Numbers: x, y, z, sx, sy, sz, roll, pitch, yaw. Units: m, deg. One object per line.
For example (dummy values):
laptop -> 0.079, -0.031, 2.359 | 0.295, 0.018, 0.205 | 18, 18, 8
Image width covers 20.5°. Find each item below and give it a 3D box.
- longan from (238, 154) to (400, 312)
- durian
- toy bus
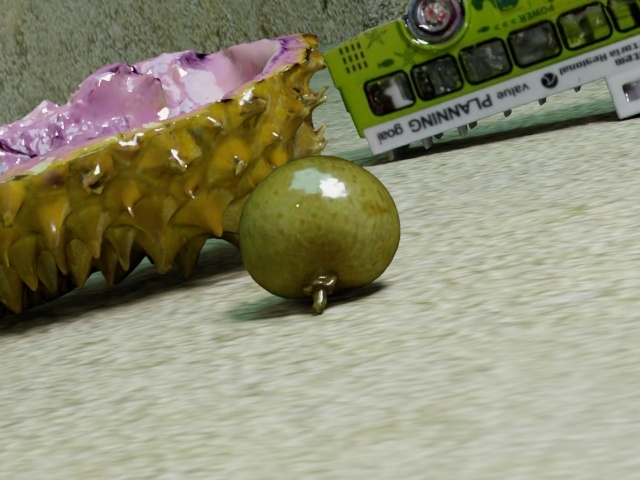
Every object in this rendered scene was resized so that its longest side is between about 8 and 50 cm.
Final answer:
longan -> 0.000, 0.000, 0.811 | 0.075, 0.075, 0.083 | -11, 50, 5
durian -> -0.119, -0.018, 0.963 | 0.341, 0.112, 0.191 | -26, 23, -28
toy bus -> 0.164, -0.147, 1.318 | 0.301, 0.139, 0.113 | -18, 6, 17
